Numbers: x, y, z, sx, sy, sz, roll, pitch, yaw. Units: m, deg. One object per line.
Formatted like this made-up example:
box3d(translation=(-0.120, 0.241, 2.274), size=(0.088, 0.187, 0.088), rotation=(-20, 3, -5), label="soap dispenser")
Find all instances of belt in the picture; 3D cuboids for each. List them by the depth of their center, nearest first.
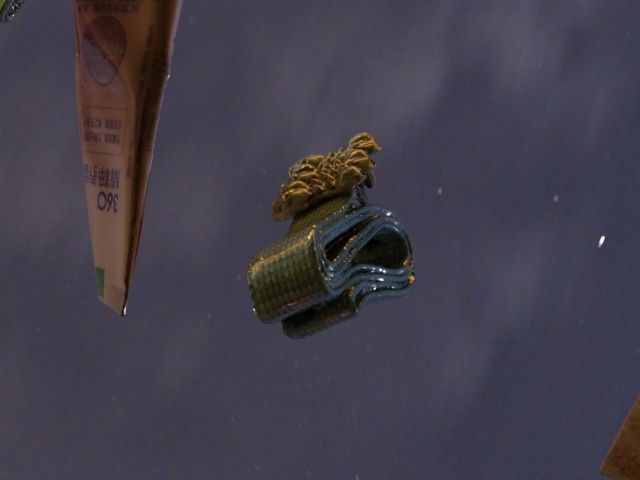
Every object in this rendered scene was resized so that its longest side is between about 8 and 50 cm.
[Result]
box3d(translation=(0.004, -0.002, 0.739), size=(0.065, 0.179, 0.100), rotation=(-21, -88, 17), label="belt")

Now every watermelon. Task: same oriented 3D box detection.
box3d(translation=(0.139, 0.077, 0.546), size=(0.061, 0.085, 0.085), rotation=(-34, -109, 4), label="watermelon")

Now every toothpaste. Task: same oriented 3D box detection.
box3d(translation=(-0.090, -0.118, 0.649), size=(0.075, 0.048, 0.301), rotation=(10, -85, 45), label="toothpaste")

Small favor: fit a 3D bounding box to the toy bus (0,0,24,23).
box3d(translation=(-0.263, -0.141, 0.859), size=(0.088, 0.101, 0.175), rotation=(32, -96, -2), label="toy bus")
